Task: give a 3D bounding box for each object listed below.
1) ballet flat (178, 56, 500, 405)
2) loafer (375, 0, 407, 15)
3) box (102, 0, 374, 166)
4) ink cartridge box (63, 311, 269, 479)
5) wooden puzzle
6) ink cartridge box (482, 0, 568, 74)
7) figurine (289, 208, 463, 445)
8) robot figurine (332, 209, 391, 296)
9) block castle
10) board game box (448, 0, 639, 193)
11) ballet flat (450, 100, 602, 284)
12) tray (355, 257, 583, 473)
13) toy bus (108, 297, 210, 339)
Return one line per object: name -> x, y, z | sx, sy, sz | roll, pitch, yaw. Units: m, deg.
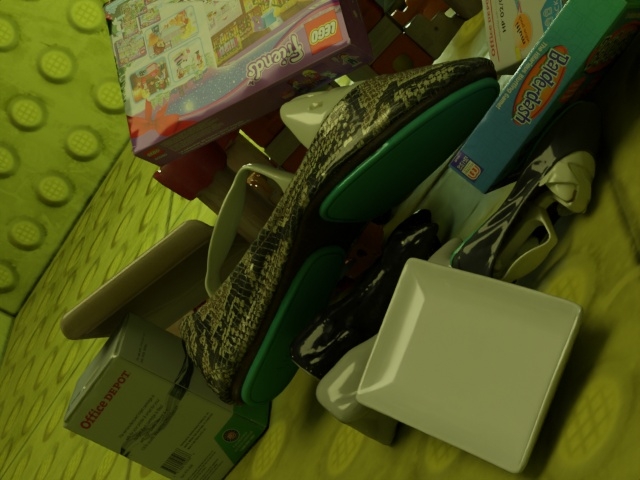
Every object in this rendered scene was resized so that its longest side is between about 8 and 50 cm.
ballet flat -> -0.012, -0.041, 1.611 | 0.164, 0.182, 0.483 | -1, -49, -57
loafer -> 0.115, -0.366, 2.142 | 0.267, 0.084, 0.096 | 151, 114, -67
box -> -0.097, -0.231, 1.664 | 0.293, 0.057, 0.201 | -24, 66, 24
ink cartridge box -> -0.188, 0.201, 1.842 | 0.153, 0.208, 0.087 | -50, 20, 33
wooden puzzle -> -0.193, 0.048, 1.862 | 0.221, 0.044, 0.239 | -37, -15, 10
ink cartridge box -> 0.218, -0.230, 1.526 | 0.181, 0.062, 0.104 | 156, 109, -65
figurine -> 0.074, 0.075, 1.502 | 0.209, 0.092, 0.215 | -56, 18, 5
robot figurine -> 0.000, 0.000, 1.833 | 0.291, 0.085, 0.211 | -38, 27, 53
block castle -> -0.012, -0.231, 1.837 | 0.453, 0.213, 0.303 | -47, 9, 13
board game box -> 0.215, -0.144, 1.367 | 0.210, 0.047, 0.160 | -55, -14, 21
ballet flat -> 0.198, -0.028, 1.336 | 0.203, 0.074, 0.074 | -52, 18, 9
tray -> 0.128, 0.103, 1.290 | 0.270, 0.030, 0.145 | 16, 83, 62
toy bus -> -0.178, 0.148, 2.086 | 0.202, 0.191, 0.104 | -57, -26, 12
